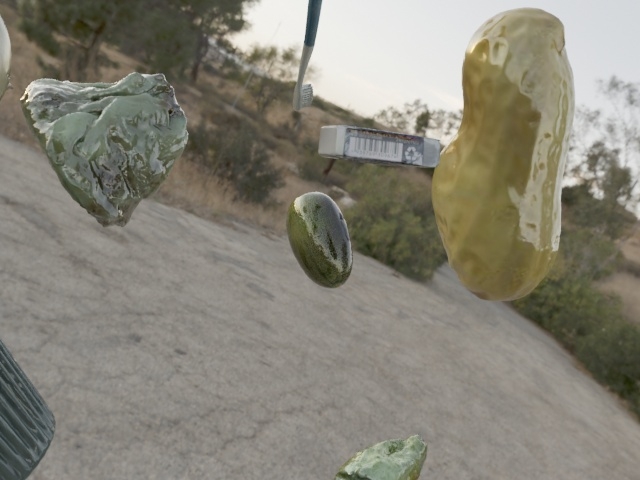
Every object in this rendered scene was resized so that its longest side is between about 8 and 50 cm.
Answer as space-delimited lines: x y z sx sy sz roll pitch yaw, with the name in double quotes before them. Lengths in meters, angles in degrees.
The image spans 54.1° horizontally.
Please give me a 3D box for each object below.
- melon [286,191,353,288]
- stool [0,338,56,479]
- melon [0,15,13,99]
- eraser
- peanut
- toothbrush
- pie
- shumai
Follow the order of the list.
"melon" 0.000 0.000 0.996 0.099 0.099 0.162 13 56 -63
"stool" -0.634 0.259 1.015 0.297 0.297 0.330 40 -22 60
"melon" -0.468 -0.214 0.616 0.316 0.223 0.223 26 7 -35
"eraser" 0.048 -0.075 0.505 0.099 0.027 0.019 4 -1 -15
"peanut" 0.196 -0.088 0.693 0.147 0.319 0.147 1 13 0
"toothbrush" -0.008 -0.244 0.719 0.276 0.025 0.019 104 -36 -60
"pie" 0.019 0.328 0.672 0.066 0.303 0.302 33 9 19
"shumai" -0.380 -0.207 1.195 0.309 0.263 0.304 60 -9 -20
